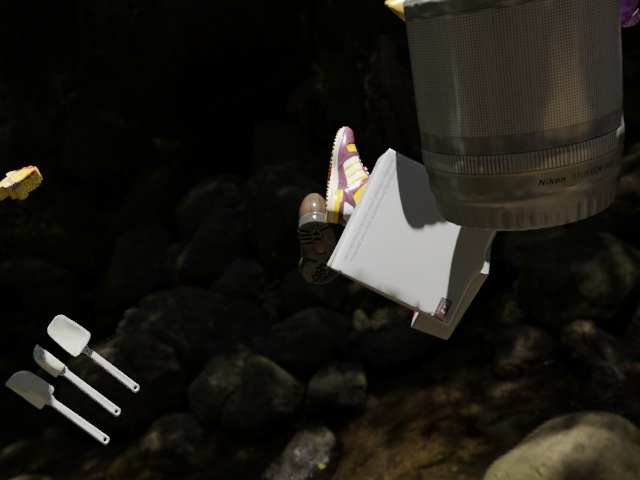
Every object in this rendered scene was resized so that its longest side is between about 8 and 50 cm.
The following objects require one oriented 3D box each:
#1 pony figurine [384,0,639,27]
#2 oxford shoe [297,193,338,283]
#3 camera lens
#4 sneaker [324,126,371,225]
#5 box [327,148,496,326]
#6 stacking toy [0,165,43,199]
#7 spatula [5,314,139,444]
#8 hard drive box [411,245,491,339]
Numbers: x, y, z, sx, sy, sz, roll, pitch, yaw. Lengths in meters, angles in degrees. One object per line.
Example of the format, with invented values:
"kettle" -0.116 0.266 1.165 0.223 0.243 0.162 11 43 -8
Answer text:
"pony figurine" 0.310 -0.349 0.861 0.363 0.351 0.303 -50 15 17
"oxford shoe" 0.000 0.000 1.260 0.082 0.227 0.096 -1 53 -2
"camera lens" 0.212 -0.172 0.756 0.219 0.274 0.219 -9 19 3
"sneaker" 0.055 -0.106 1.167 0.083 0.186 0.069 8 -24 -1
"box" 0.128 -0.004 0.953 0.181 0.181 0.119 -64 3 -1
"stacking toy" -0.419 -0.070 0.758 0.052 0.167 0.221 3 43 23
"spatula" -0.470 0.279 1.356 0.019 0.242 0.168 -13 40 43
"hard drive box" 0.283 0.069 1.479 0.089 0.232 0.181 19 45 2
